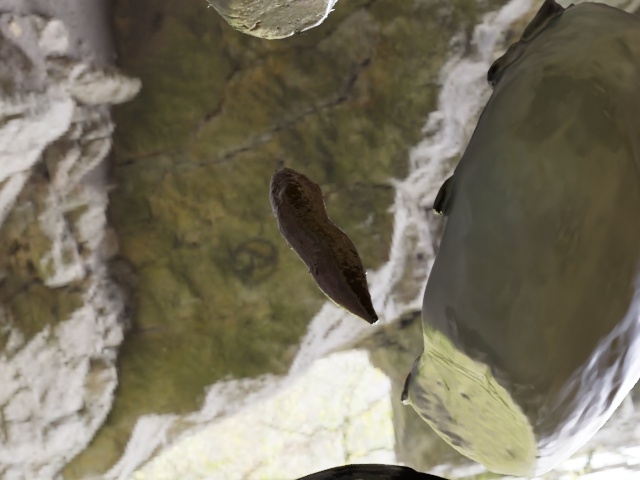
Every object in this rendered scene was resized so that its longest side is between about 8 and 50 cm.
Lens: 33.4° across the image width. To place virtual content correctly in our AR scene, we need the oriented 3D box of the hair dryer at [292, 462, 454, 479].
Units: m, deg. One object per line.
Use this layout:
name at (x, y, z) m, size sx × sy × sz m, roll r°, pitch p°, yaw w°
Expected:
hair dryer at (-0.015, 0.260, 0.750) m, size 0.091 × 0.236 × 0.271 m, roll -101°, pitch -174°, yaw -46°

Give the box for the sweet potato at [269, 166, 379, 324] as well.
sweet potato at (-0.003, -0.001, 1.033) m, size 0.051 × 0.065 × 0.218 m, roll -54°, pitch -133°, yaw 29°

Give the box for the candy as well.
candy at (0.217, -0.010, 0.893) m, size 0.427 × 0.186 × 0.386 m, roll -56°, pitch 154°, yaw -38°

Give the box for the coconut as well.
coconut at (-0.053, -0.295, 1.072) m, size 0.161 × 0.161 × 0.162 m, roll 78°, pitch 1°, yaw -60°
